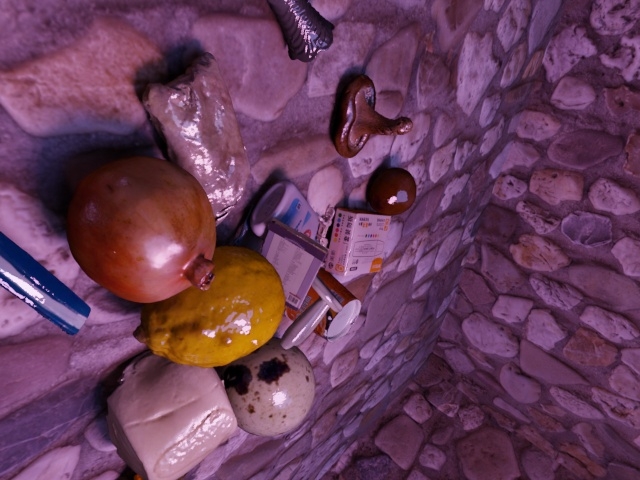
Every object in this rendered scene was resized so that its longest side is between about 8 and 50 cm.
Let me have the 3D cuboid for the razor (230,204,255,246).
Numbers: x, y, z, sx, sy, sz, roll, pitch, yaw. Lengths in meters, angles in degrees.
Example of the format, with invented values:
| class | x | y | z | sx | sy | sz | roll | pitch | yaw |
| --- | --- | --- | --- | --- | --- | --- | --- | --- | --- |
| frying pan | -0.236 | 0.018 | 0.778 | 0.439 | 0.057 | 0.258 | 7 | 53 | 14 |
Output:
| class | x | y | z | sx | sy | sz | roll | pitch | yaw |
| --- | --- | --- | --- | --- | --- | --- | --- | --- | --- |
| razor | -0.203 | -0.022 | 1.043 | 0.155 | 0.028 | 0.044 | -58 | 148 | 1 |

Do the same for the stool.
| class | x | y | z | sx | sy | sz | roll | pitch | yaw |
| --- | --- | --- | --- | --- | --- | --- | --- | --- | --- |
| stool | -0.067 | 0.183 | 1.195 | 0.198 | 0.195 | 0.195 | -39 | 167 | -3 |

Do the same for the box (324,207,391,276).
| class | x | y | z | sx | sy | sz | roll | pitch | yaw |
| --- | --- | --- | --- | --- | --- | --- | --- | --- | --- |
| box | 0.137 | 0.003 | 1.421 | 0.273 | 0.091 | 0.221 | -5 | 108 | -56 |

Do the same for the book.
| class | x | y | z | sx | sy | sz | roll | pitch | yaw |
| --- | --- | --- | --- | --- | --- | --- | --- | --- | --- |
| book | -0.086 | 0.066 | 1.032 | 0.026 | 0.157 | 0.231 | -54 | 172 | -51 |

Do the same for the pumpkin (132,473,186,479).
| class | x | y | z | sx | sy | sz | roll | pitch | yaw |
| --- | --- | --- | --- | --- | --- | --- | --- | --- | --- |
| pumpkin | -0.484 | 0.684 | 1.203 | 0.258 | 0.095 | 0.290 | -52 | 151 | -16 |

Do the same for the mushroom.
| class | x | y | z | sx | sy | sz | roll | pitch | yaw |
| --- | --- | --- | --- | --- | --- | --- | --- | --- | --- |
| mushroom | 0.142 | -0.303 | 1.091 | 0.147 | 0.217 | 0.227 | -29 | 138 | -38 |

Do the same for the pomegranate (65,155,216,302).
| class | x | y | z | sx | sy | sz | roll | pitch | yaw |
| --- | --- | --- | --- | --- | --- | --- | --- | --- | --- |
| pomegranate | -0.290 | -0.007 | 0.713 | 0.229 | 0.270 | 0.252 | -34 | 149 | -45 |

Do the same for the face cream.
| class | x | y | z | sx | sy | sz | roll | pitch | yaw |
| --- | --- | --- | --- | --- | --- | --- | --- | --- | --- |
| face cream | -0.074 | -0.030 | 1.155 | 0.163 | 0.080 | 0.337 | -55 | 152 | -9 |

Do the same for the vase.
| class | x | y | z | sx | sy | sz | roll | pitch | yaw |
| --- | --- | --- | --- | --- | --- | --- | --- | --- | --- |
| vase | -0.070 | -0.468 | 0.780 | 0.116 | 0.115 | 0.237 | -55 | 145 | -4 |

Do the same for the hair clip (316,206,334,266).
| class | x | y | z | sx | sy | sz | roll | pitch | yaw |
| --- | --- | --- | --- | --- | --- | --- | --- | --- | --- |
| hair clip | 0.000 | 0.000 | 1.330 | 0.072 | 0.034 | 0.226 | -23 | 135 | -41 |

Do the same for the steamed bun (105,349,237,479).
| class | x | y | z | sx | sy | sz | roll | pitch | yaw |
| --- | --- | --- | --- | --- | --- | --- | --- | --- | --- |
| steamed bun | -0.376 | 0.409 | 1.011 | 0.290 | 0.273 | 0.273 | -40 | 128 | -33 |

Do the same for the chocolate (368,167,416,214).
| class | x | y | z | sx | sy | sz | roll | pitch | yaw |
| --- | --- | --- | --- | --- | --- | --- | --- | --- | --- |
| chocolate | 0.245 | -0.162 | 1.413 | 0.176 | 0.176 | 0.177 | -34 | 141 | -33 |

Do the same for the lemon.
| class | x | y | z | sx | sy | sz | roll | pitch | yaw |
| --- | --- | --- | --- | --- | --- | --- | --- | --- | --- |
| lemon | -0.232 | 0.143 | 0.927 | 0.316 | 0.285 | 0.286 | 30 | 92 | -52 |

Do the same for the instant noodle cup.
| class | x | y | z | sx | sy | sz | roll | pitch | yaw |
| --- | --- | --- | --- | --- | --- | --- | --- | --- | --- |
| instant noodle cup | 0.018 | 0.229 | 1.414 | 0.230 | 0.182 | 0.231 | -35 | 141 | -34 |

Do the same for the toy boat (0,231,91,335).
| class | x | y | z | sx | sy | sz | roll | pitch | yaw |
| --- | --- | --- | --- | --- | --- | --- | --- | --- | --- |
| toy boat | -0.490 | 0.053 | 0.662 | 0.062 | 0.096 | 0.299 | -53 | 147 | -27 |

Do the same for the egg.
| class | x | y | z | sx | sy | sz | roll | pitch | yaw |
| --- | --- | --- | --- | --- | --- | --- | --- | --- | --- |
| egg | -0.155 | 0.450 | 1.273 | 0.288 | 0.287 | 0.379 | -53 | 159 | -8 |

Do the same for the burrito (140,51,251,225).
| class | x | y | z | sx | sy | sz | roll | pitch | yaw |
| --- | --- | --- | --- | --- | --- | --- | --- | --- | --- |
| burrito | -0.225 | -0.177 | 0.818 | 0.174 | 0.107 | 0.348 | -25 | 135 | -21 |
